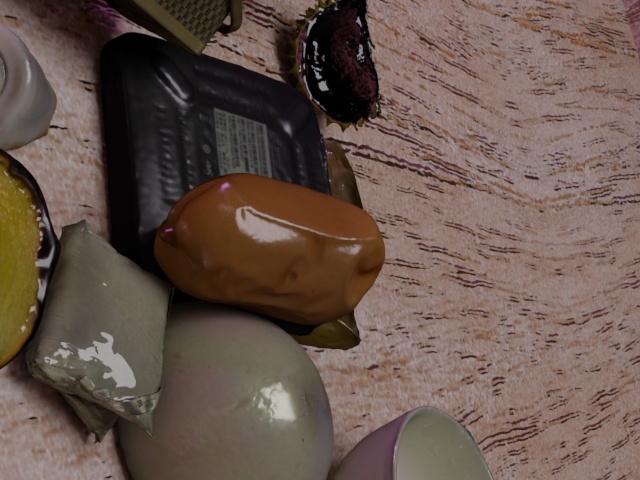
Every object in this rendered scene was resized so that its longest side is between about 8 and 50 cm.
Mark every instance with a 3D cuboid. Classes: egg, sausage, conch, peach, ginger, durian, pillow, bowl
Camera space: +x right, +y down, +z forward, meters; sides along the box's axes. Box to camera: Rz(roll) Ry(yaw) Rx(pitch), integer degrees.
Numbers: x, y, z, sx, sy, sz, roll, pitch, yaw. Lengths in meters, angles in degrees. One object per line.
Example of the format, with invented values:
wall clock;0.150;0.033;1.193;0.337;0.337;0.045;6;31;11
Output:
egg;-0.068;0.183;1.612;0.271;0.161;0.206;61;26;-16
sausage;-0.049;0.010;1.620;0.241;0.136;0.120;18;29;-38
conch;-0.291;-0.131;1.511;0.104;0.094;0.176;63;-3;13
peach;-0.306;0.021;1.368;0.279;0.068;0.189;-21;100;-66
ginger;0.000;0.000;1.929;0.116;0.109;0.263;74;11;-61
durian;0.009;-0.224;2.140;0.108;0.119;0.187;171;-87;-79
pillow;-0.197;0.076;1.527;0.134;0.078;0.181;43;38;-33
bowl;0.094;0.331;1.845;0.277;0.145;0.277;45;33;-40

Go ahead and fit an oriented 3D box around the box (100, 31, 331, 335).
box;-0.102;-0.059;1.765;0.289;0.073;0.290;17;57;-43

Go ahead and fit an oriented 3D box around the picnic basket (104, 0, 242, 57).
picnic basket;-0.184;-0.310;1.657;0.139;0.165;0.266;-55;136;-3
